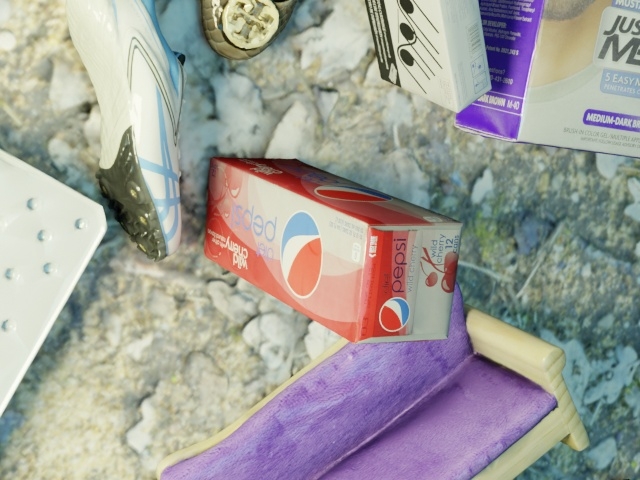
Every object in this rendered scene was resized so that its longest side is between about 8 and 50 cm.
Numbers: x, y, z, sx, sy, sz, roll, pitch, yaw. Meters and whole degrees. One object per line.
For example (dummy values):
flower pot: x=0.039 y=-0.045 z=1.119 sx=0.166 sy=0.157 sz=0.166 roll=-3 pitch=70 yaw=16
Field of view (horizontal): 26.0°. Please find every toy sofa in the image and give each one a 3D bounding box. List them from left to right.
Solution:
toy sofa: x=0.046 y=0.195 z=1.223 sx=0.362 sy=0.150 sz=0.177 roll=-35 pitch=119 yaw=-17

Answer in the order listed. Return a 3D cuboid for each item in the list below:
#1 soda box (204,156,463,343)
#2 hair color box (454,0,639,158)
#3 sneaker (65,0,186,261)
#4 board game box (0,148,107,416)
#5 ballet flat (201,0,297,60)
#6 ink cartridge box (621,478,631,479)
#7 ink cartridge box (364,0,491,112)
soda box: x=0.000 y=0.000 z=1.075 sx=0.083 sy=0.263 sz=0.092 roll=-1 pitch=103 yaw=-30
hair color box: x=0.251 y=-0.250 z=1.248 sx=0.185 sy=0.110 sz=0.338 roll=4 pitch=99 yaw=-30
sneaker: x=-0.134 y=-0.096 z=1.081 sx=0.086 sy=0.085 sz=0.237 roll=-22 pitch=117 yaw=-32
board game box: x=-0.406 y=0.059 z=0.982 sx=0.390 sy=0.050 sz=0.390 roll=31 pitch=87 yaw=-33
ballet flat: x=-0.023 y=-0.261 z=1.113 sx=0.084 sy=0.058 sz=0.249 roll=26 pitch=89 yaw=-32
ink cartridge box: x=0.209 y=0.420 z=1.430 sx=0.304 sy=0.072 sz=0.307 roll=-6 pitch=108 yaw=-30
ink cartridge box: x=0.078 y=-0.211 z=1.132 sx=0.046 sy=0.097 sz=0.207 roll=-37 pitch=134 yaw=-25
